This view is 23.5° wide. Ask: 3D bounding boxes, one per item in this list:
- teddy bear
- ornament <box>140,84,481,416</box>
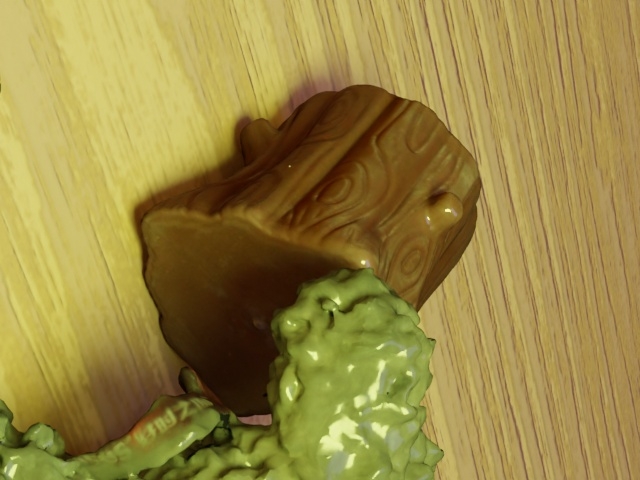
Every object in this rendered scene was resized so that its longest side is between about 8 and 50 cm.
[{"bbox_3d":[-0.073,0.200,1.081,0.367,0.357,0.224,81,-12,-72],"label":"teddy bear"},{"bbox_3d":[0.000,0.000,1.197,0.217,0.221,0.235,-50,177,-44],"label":"ornament"}]
